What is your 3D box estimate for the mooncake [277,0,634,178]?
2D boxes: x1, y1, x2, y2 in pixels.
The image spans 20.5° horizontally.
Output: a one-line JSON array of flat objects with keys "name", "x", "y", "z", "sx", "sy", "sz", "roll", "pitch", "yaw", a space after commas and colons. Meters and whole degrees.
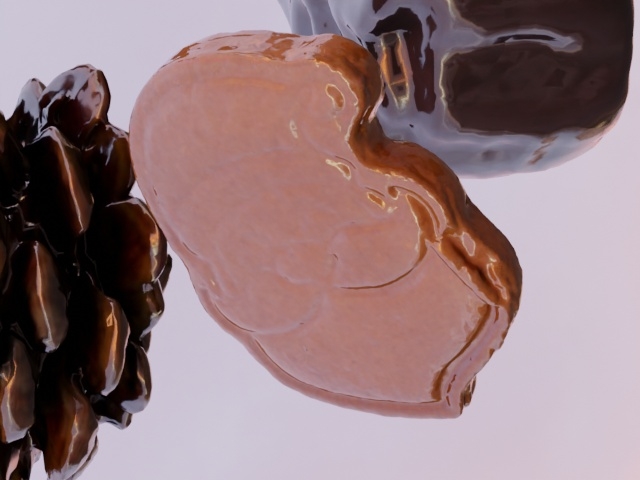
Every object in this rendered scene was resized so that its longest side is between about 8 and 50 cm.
[{"name": "mooncake", "x": 0.048, "y": -0.163, "z": 0.871, "sx": 0.283, "sy": 0.141, "sz": 0.283, "roll": 168, "pitch": 90, "yaw": -80}]

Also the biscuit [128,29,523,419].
[{"name": "biscuit", "x": 0.000, "y": 0.000, "z": 0.489, "sx": 0.130, "sy": 0.102, "sz": 0.019, "roll": 57, "pitch": -137, "yaw": -23}]

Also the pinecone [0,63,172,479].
[{"name": "pinecone", "x": -0.193, "y": 0.025, "z": 0.793, "sx": 0.273, "sy": 0.224, "sz": 0.224, "roll": -9, "pitch": -94, "yaw": -32}]
